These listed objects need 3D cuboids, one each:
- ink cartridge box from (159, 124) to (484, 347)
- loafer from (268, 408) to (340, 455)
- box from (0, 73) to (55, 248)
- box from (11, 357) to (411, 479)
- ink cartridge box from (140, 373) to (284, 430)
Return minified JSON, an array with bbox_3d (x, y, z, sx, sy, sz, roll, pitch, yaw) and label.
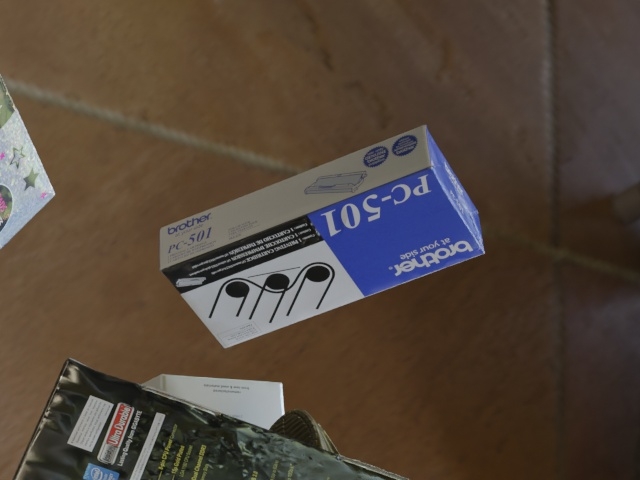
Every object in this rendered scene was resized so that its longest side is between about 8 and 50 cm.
[{"bbox_3d":[0.000,0.000,1.262,0.046,0.207,0.097,-95,158,-44],"label":"ink cartridge box"},{"bbox_3d":[-0.003,0.200,1.506,0.050,0.056,0.148,50,7,-40],"label":"loafer"},{"bbox_3d":[-0.330,-0.096,1.380,0.163,0.247,0.142,30,66,28],"label":"box"},{"bbox_3d":[-0.053,0.216,0.886,0.257,0.079,0.322,18,33,-3],"label":"box"},{"bbox_3d":[-0.111,0.219,1.587,0.127,0.128,0.176,8,69,-34],"label":"ink cartridge box"}]
